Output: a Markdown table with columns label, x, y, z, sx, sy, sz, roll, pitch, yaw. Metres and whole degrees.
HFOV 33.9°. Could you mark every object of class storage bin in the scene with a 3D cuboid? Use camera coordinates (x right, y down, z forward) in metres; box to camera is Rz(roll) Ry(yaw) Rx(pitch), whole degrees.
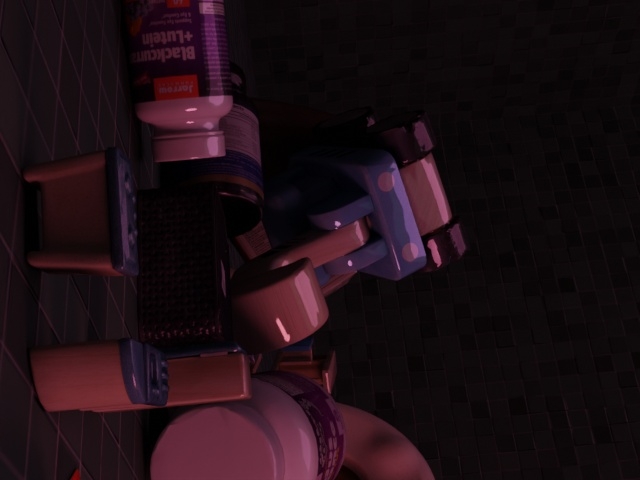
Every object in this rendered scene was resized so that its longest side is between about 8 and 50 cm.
| label | x | y | z | sx | sy | sz | roll | pitch | yaw |
| --- | --- | --- | --- | --- | --- | --- | --- | --- | --- |
| storage bin | -0.143 | 0.041 | 1.124 | 0.122 | 0.084 | 0.180 | 85 | -1 | -64 |

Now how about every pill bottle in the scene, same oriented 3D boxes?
| label | x | y | z | sx | sy | sz | roll | pitch | yaw |
| --- | --- | --- | --- | --- | --- | --- | --- | --- | --- |
| pill bottle | -0.138 | -0.122 | 1.355 | 0.122 | 0.123 | 0.219 | 85 | 0 | -61 |
| pill bottle | -0.074 | 0.229 | 1.130 | 0.301 | 0.169 | 0.169 | 21 | 63 | -78 |
| pill bottle | -0.151 | -0.184 | 1.130 | 0.108 | 0.108 | 0.193 | -94 | 179 | -84 |

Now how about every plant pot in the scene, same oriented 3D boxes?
| label | x | y | z | sx | sy | sz | roll | pitch | yaw |
| --- | --- | --- | --- | --- | --- | --- | --- | --- | --- |
| plant pot | -0.085 | -0.146 | 1.734 | 0.215 | 0.231 | 0.215 | -5 | 90 | -89 |

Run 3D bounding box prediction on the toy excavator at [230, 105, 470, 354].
| label | x | y | z | sx | sy | sz | roll | pitch | yaw |
| --- | --- | --- | --- | --- | --- | --- | --- | --- | --- |
| toy excavator | 0.000 | 0.000 | 1.452 | 0.433 | 0.445 | 0.222 | 14 | -52 | 62 |

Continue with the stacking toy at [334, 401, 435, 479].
| label | x | y | z | sx | sy | sz | roll | pitch | yaw |
| --- | --- | --- | --- | --- | --- | --- | --- | --- | --- |
| stacking toy | -0.030 | 0.534 | 1.717 | 0.350 | 0.351 | 0.479 | -95 | -162 | -56 |

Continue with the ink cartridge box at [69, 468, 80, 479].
| label | x | y | z | sx | sy | sz | roll | pitch | yaw |
| --- | --- | --- | --- | --- | --- | --- | --- | --- | --- |
| ink cartridge box | -0.139 | 0.263 | 0.645 | 0.232 | 0.066 | 0.189 | -65 | 150 | -81 |

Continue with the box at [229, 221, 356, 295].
| label | x | y | z | sx | sy | sz | roll | pitch | yaw |
| --- | --- | --- | --- | --- | --- | --- | --- | --- | --- |
| box | -0.063 | 0.009 | 1.874 | 0.232 | 0.149 | 0.127 | 56 | -10 | 5 |

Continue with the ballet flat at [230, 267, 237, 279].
| label | x | y | z | sx | sy | sz | roll | pitch | yaw |
| --- | --- | --- | --- | --- | --- | --- | --- | --- | --- |
| ballet flat | -0.138 | 0.088 | 1.806 | 0.248 | 0.086 | 0.086 | 82 | 3 | -81 |

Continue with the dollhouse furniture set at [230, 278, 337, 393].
| label | x | y | z | sx | sy | sz | roll | pitch | yaw |
| --- | --- | --- | --- | --- | --- | --- | --- | --- | --- |
| dollhouse furniture set | -0.073 | 0.134 | 1.489 | 0.129 | 0.184 | 0.129 | -67 | 154 | -70 |

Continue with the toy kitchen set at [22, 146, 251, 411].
| label | x | y | z | sx | sy | sz | roll | pitch | yaw |
| --- | --- | --- | --- | --- | --- | --- | --- | --- | --- |
| toy kitchen set | -0.124 | 0.037 | 0.763 | 0.207 | 0.122 | 0.166 | 86 | -1 | -80 |

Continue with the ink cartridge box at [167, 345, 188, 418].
| label | x | y | z | sx | sy | sz | roll | pitch | yaw |
| --- | --- | --- | --- | --- | --- | --- | --- | --- | --- |
| ink cartridge box | -0.156 | 0.201 | 1.282 | 0.224 | 0.056 | 0.180 | -54 | 143 | -61 |
